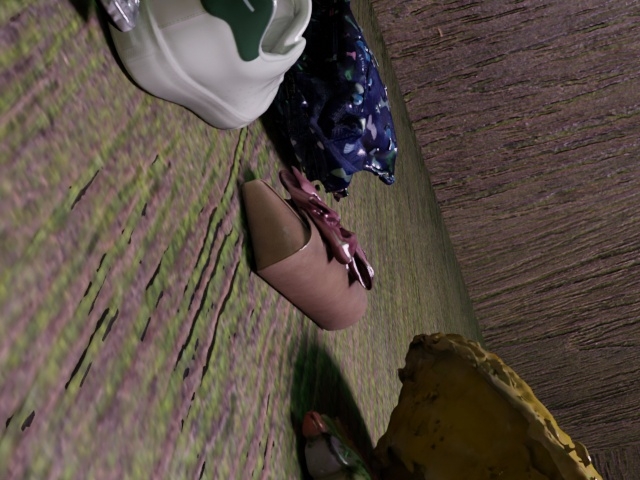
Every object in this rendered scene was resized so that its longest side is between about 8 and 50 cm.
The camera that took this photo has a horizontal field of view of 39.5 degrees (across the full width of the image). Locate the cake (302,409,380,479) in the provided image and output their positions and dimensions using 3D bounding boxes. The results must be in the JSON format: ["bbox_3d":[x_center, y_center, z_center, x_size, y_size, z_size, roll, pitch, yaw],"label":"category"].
[{"bbox_3d":[0.031,0.238,0.665,0.225,0.090,0.109,59,5,25],"label":"cake"}]

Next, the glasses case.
[{"bbox_3d":[0.000,0.000,0.762,0.193,0.070,0.102,50,25,-63],"label":"glasses case"}]

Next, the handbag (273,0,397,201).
[{"bbox_3d":[0.008,-0.165,0.922,0.260,0.113,0.162,-94,168,-47],"label":"handbag"}]

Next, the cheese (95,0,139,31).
[{"bbox_3d":[-0.137,-0.171,0.447,0.162,0.036,0.086,60,19,-47],"label":"cheese"}]

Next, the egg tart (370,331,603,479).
[{"bbox_3d":[0.131,0.224,0.740,0.315,0.120,0.315,54,-19,28],"label":"egg tart"}]

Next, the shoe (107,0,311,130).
[{"bbox_3d":[-0.049,-0.140,0.635,0.265,0.110,0.095,-23,96,-75],"label":"shoe"}]
